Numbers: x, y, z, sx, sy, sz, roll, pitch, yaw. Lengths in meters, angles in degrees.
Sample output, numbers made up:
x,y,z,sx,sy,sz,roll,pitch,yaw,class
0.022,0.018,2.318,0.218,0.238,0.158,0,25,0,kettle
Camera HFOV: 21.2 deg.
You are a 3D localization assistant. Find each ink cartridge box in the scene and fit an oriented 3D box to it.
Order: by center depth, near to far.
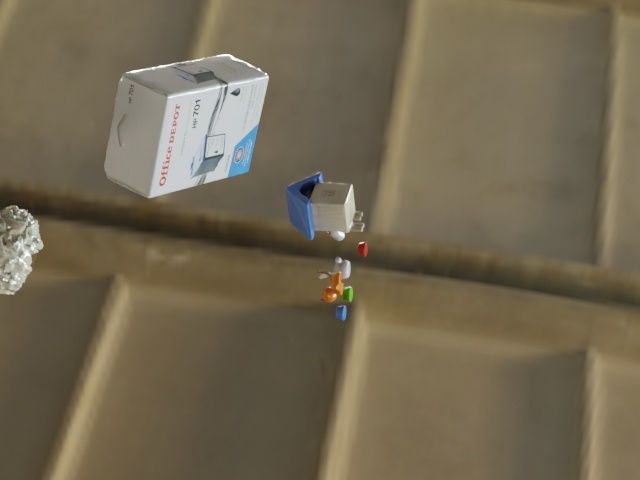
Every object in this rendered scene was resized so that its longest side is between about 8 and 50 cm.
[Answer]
x,y,z,sx,sy,sz,roll,pitch,yaw,class
-0.164,-0.142,2.103,0.082,0.139,0.191,27,-152,29,ink cartridge box

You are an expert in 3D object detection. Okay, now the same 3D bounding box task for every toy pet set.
x,y,z,sx,sy,sz,roll,pitch,yaw,class
0.000,0.000,1.724,0.065,0.114,0.122,2,-145,14,toy pet set

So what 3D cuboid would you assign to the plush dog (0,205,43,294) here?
x,y,z,sx,sy,sz,roll,pitch,yaw,class
-0.416,-0.068,1.769,0.211,0.225,0.262,7,179,-32,plush dog
